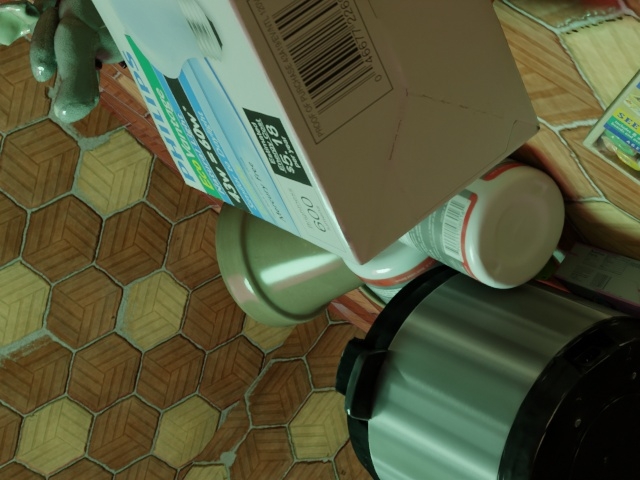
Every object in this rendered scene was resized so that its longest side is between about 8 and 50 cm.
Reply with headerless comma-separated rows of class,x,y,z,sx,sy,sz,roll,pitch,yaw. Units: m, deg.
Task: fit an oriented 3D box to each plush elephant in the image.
plush elephant,-0.396,-0.350,2.236,0.255,0.271,0.330,-12,102,62

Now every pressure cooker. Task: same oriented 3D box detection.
pressure cooker,0.247,0.225,1.819,0.420,0.375,0.370,23,147,46

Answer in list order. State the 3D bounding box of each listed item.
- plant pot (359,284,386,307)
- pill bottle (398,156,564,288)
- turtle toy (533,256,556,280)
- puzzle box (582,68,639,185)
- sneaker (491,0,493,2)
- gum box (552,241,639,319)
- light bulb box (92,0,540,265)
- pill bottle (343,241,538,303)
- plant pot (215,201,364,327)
plant pot,0.133,0.000,2.300,0.237,0.109,0.237,37,146,30
pill bottle,0.171,-0.055,1.777,0.283,0.161,0.161,29,168,49
turtle toy,0.292,0.003,1.920,0.130,0.066,0.095,39,172,-14
puzzle box,0.440,-0.019,1.208,0.409,0.052,0.272,37,171,6
sneaker,0.084,-0.239,1.368,0.083,0.087,0.221,41,171,-22
gum box,0.411,0.071,1.805,0.107,0.062,0.188,42,170,-31
light bulb box,-0.040,-0.216,1.224,0.361,0.225,0.358,24,145,57
pill bottle,0.206,0.055,2.065,0.363,0.210,0.210,44,170,-38
plant pot,0.000,0.000,2.175,0.229,0.263,0.263,-12,138,38
